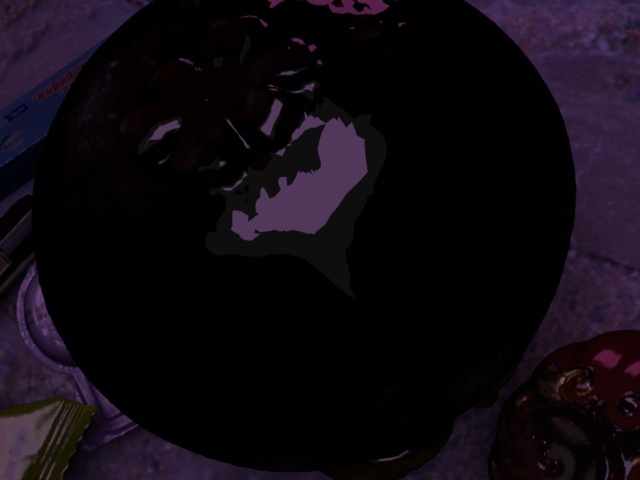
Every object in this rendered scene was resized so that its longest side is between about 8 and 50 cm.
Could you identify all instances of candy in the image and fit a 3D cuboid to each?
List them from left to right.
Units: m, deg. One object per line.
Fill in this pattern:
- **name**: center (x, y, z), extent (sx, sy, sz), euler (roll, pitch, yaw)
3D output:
- **candy**: center (-0.317, 0.189, 0.999), extent (0.246, 0.069, 0.149), euler (7, 71, 30)

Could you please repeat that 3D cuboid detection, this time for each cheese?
- **cheese**: center (-0.210, 0.087, 1.027), extent (0.105, 0.042, 0.191), euler (-26, 74, 0)

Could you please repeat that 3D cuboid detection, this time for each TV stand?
- **TV stand**: center (-0.287, 0.012, 1.033), extent (0.036, 0.042, 0.249), euler (28, 71, 41)

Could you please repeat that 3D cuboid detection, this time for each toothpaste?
- **toothpaste**: center (-0.271, -0.097, 1.066), extent (0.272, 0.066, 0.053), euler (-36, 75, -3)

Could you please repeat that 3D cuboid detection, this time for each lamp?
- **lamp**: center (0.228, 0.179, 0.870), extent (0.227, 0.227, 0.227), euler (-1, 76, 6)

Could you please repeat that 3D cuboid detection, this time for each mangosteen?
- **mangosteen**: center (0.000, 0.000, 0.856), extent (0.382, 0.435, 0.382), euler (-8, 63, 15)
